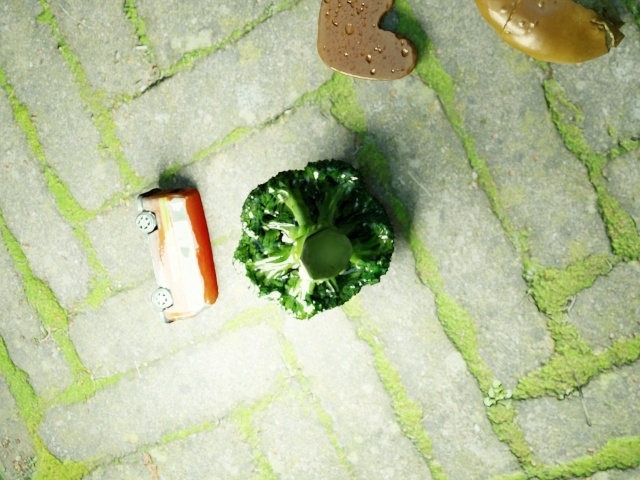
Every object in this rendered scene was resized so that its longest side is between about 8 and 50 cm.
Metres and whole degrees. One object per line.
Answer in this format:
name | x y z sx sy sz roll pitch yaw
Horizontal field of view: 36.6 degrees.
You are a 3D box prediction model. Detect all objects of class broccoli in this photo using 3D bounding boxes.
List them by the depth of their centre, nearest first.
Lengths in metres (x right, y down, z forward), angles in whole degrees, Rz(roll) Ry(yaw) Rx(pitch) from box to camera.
broccoli | 0.000 0.000 1.704 0.298 0.297 0.297 -2 97 -14

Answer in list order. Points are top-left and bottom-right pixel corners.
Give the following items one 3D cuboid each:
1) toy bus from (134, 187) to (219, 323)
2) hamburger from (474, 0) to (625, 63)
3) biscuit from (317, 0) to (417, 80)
toy bus | -0.275 0.027 1.895 0.120 0.121 0.265 -8 99 12
hamburger | 0.347 -0.381 1.556 0.283 0.144 0.156 44 113 4
biscuit | 0.087 -0.381 1.709 0.186 0.036 0.192 10 105 15
